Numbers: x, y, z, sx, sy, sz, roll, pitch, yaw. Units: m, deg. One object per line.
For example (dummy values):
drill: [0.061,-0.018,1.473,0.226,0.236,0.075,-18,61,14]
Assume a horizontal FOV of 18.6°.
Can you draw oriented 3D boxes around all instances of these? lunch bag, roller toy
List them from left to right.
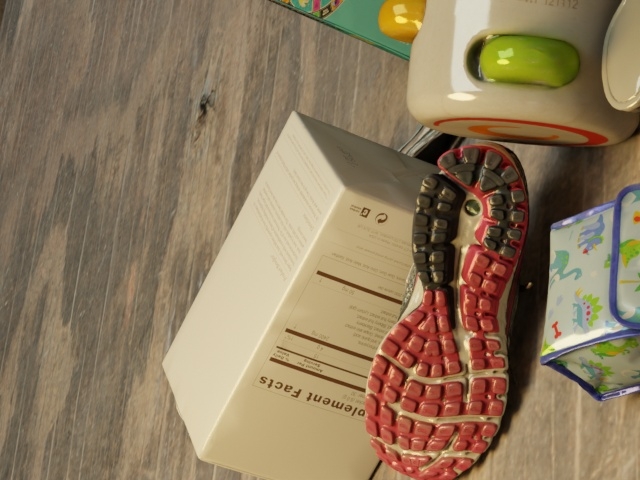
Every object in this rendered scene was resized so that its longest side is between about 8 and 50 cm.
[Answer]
roller toy: [0.169,-0.160,1.597,0.209,0.191,0.146,1,83,52]
lunch bag: [0.243,0.033,1.446,0.151,0.096,0.129,-21,48,41]

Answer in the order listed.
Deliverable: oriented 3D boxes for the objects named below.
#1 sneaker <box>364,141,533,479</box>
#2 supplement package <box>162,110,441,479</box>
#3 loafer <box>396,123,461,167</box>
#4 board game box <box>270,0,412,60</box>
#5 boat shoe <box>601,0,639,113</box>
sneaker: [0.124,0.064,1.664,0.112,0.120,0.299,-25,-49,-73]
supplement package: [0.004,0.063,1.811,0.293,0.175,0.177,-61,27,18]
loafer: [0.098,-0.076,1.888,0.125,0.045,0.039,-58,33,18]
board game box: [0.003,-0.354,1.946,0.254,0.336,0.079,-67,24,4]
boat shoe: [0.273,-0.181,1.506,0.075,0.065,0.206,-15,52,50]
